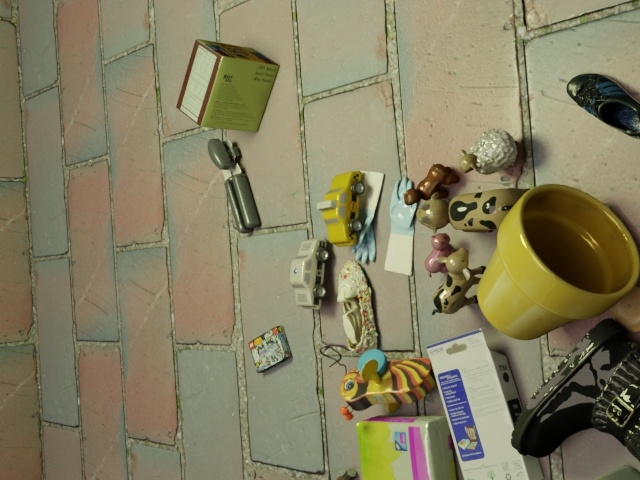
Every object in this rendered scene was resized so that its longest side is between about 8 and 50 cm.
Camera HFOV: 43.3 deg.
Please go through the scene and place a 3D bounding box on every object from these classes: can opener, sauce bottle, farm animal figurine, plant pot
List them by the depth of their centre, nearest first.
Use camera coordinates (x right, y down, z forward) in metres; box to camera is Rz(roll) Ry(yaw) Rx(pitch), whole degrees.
[{"bbox_3d":[0.424,0.063,1.521,0.254,0.254,0.239,60,146,25],"label":"plant pot"},{"bbox_3d":[0.295,-0.030,1.680,0.327,0.172,0.330,-27,73,43],"label":"farm animal figurine"},{"bbox_3d":[0.049,0.629,2.051,0.042,0.042,0.128,53,127,30],"label":"sauce bottle"},{"bbox_3d":[-0.258,-0.158,2.294,0.076,0.095,0.283,-32,69,42],"label":"can opener"}]

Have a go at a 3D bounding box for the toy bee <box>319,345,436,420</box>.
[{"bbox_3d":[0.120,0.348,1.873,0.298,0.195,0.162,-18,42,48],"label":"toy bee"}]

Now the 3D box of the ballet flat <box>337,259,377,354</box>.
[{"bbox_3d":[0.083,0.165,1.973,0.091,0.077,0.241,-27,72,45],"label":"ballet flat"}]

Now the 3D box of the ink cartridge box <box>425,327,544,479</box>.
[{"bbox_3d":[0.347,0.362,1.723,0.165,0.065,0.332,-25,75,43],"label":"ink cartridge box"}]

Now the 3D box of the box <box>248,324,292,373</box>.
[{"bbox_3d":[-0.141,0.303,2.242,0.137,0.027,0.094,-35,67,41],"label":"box"}]

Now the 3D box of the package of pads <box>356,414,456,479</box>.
[{"bbox_3d":[0.199,0.554,1.854,0.229,0.101,0.296,-12,83,45],"label":"package of pads"}]

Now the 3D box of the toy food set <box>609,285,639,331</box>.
[{"bbox_3d":[0.580,0.122,1.505,0.083,0.020,0.082,44,121,36],"label":"toy food set"}]

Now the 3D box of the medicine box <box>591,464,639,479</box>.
[{"bbox_3d":[0.561,0.610,1.453,0.263,0.149,0.289,39,119,37],"label":"medicine box"}]

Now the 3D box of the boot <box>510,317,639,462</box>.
[{"bbox_3d":[0.529,0.346,1.487,0.260,0.131,0.348,48,123,33],"label":"boot"}]

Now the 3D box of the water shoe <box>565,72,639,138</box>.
[{"bbox_3d":[0.531,-0.258,1.496,0.203,0.080,0.073,42,119,36],"label":"water shoe"}]

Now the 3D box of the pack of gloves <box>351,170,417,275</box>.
[{"bbox_3d":[0.142,-0.044,1.928,0.195,0.046,0.232,13,101,46],"label":"pack of gloves"}]

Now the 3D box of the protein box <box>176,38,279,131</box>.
[{"bbox_3d":[-0.255,-0.421,2.205,0.136,0.200,0.201,39,118,37],"label":"protein box"}]

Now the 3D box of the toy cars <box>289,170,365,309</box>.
[{"bbox_3d":[0.000,0.000,2.015,0.393,0.087,0.176,-63,35,28],"label":"toy cars"}]
